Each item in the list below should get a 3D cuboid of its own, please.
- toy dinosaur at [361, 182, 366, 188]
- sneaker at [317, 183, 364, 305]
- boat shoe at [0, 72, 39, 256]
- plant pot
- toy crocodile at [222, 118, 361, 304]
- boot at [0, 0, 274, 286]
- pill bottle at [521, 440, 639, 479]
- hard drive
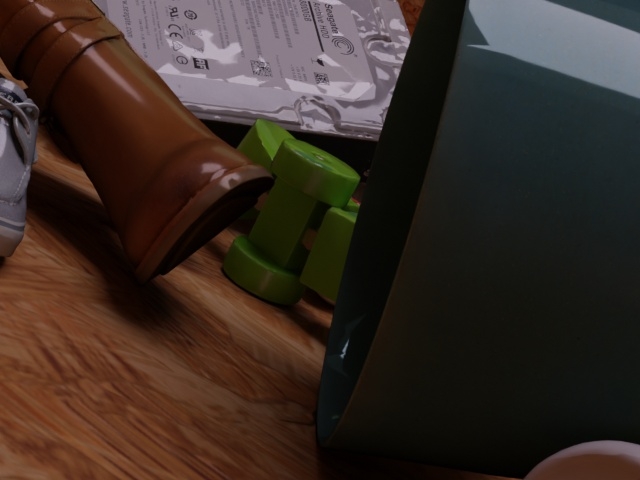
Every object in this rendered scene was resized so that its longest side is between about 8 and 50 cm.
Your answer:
[{"bbox_3d":[0.147,0.001,1.544,0.313,0.121,0.160,37,22,-1],"label":"toy dinosaur"},{"bbox_3d":[0.000,0.000,1.151,0.086,0.085,0.237,-4,17,2],"label":"sneaker"},{"bbox_3d":[-0.205,-0.061,0.771,0.079,0.081,0.227,26,10,-25],"label":"boat shoe"},{"bbox_3d":[0.148,0.002,0.725,0.235,0.293,0.293,16,10,-3],"label":"plant pot"},{"bbox_3d":[0.036,0.019,0.960,0.340,0.115,0.105,37,18,35],"label":"toy crocodile"},{"bbox_3d":[-0.136,-0.094,0.848,0.220,0.109,0.283,54,1,-9],"label":"boot"},{"bbox_3d":[0.183,0.167,0.634,0.208,0.118,0.117,20,13,-46],"label":"pill bottle"},{"bbox_3d":[-0.068,-0.167,1.194,0.339,0.064,0.237,6,49,-24],"label":"hard drive"}]
